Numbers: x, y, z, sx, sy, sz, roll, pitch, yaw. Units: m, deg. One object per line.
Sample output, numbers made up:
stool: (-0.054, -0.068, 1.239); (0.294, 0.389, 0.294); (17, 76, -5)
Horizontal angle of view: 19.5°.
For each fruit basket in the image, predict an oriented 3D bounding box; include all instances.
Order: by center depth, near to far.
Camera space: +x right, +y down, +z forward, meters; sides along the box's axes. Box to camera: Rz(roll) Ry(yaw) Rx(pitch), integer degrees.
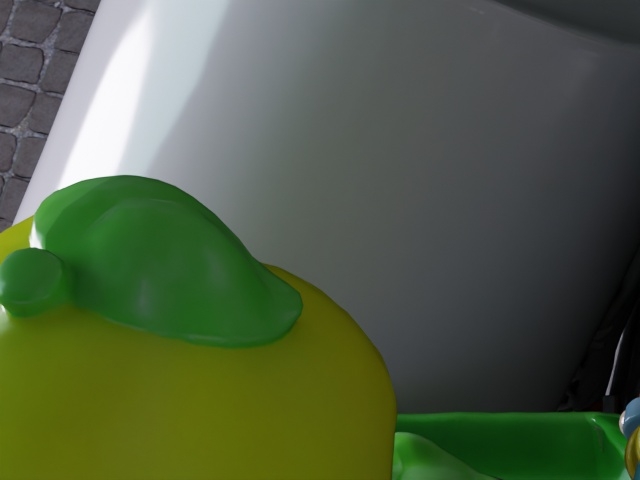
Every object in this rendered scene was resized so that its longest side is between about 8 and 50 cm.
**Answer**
fruit basket: (-0.046, 0.116, 0.733); (0.283, 0.392, 0.392); (-67, -12, -65)

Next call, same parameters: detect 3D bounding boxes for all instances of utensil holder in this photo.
utensil holder: (0.000, 0.000, 1.011); (0.327, 0.327, 0.385); (-65, 0, -69)

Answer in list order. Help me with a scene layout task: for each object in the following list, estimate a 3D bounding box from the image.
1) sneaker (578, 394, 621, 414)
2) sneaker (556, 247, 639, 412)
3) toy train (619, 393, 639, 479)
sneaker: (0.137, 0.117, 1.085); (0.118, 0.067, 0.042); (93, -169, -63)
sneaker: (0.145, 0.053, 1.146); (0.121, 0.099, 0.263); (-73, -7, -86)
toy train: (0.121, 0.062, 0.595); (0.166, 0.046, 0.125); (-68, -12, -47)
